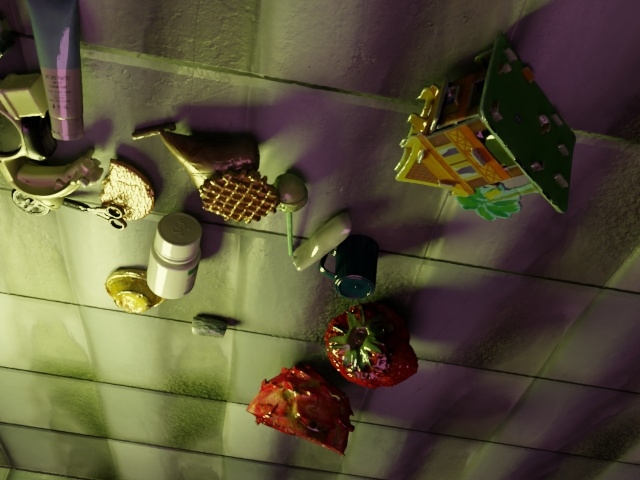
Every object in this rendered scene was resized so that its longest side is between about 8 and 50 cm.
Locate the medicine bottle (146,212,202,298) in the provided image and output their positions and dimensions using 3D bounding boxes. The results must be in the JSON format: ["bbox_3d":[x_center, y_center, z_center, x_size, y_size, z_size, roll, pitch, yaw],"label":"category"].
[{"bbox_3d":[-0.393,0.041,1.885,0.139,0.139,0.236,13,138,-7],"label":"medicine bottle"}]

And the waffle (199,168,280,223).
[{"bbox_3d":[-0.187,-0.103,1.629,0.191,0.038,0.191,1,145,0],"label":"waffle"}]

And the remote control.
[{"bbox_3d":[0.000,0.000,1.817,0.044,0.073,0.229,16,139,-40],"label":"remote control"}]

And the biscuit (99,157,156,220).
[{"bbox_3d":[-0.492,-0.121,1.789,0.145,0.033,0.224,18,141,-10],"label":"biscuit"}]

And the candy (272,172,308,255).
[{"bbox_3d":[-0.080,-0.050,1.790,0.093,0.092,0.335,13,148,6],"label":"candy"}]

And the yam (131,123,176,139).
[{"bbox_3d":[-0.389,-0.254,1.631,0.116,0.021,0.021,-9,137,19],"label":"yam"}]

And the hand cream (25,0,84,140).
[{"bbox_3d":[-0.549,-0.369,1.466,0.111,0.070,0.312,7,119,2],"label":"hand cream"}]

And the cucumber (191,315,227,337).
[{"bbox_3d":[-0.350,0.273,2.205,0.112,0.064,0.064,8,139,-4],"label":"cucumber"}]

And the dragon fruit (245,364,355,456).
[{"bbox_3d":[-0.044,0.554,2.326,0.371,0.248,0.386,13,161,37],"label":"dragon fruit"}]

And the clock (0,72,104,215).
[{"bbox_3d":[-0.680,-0.212,1.655,0.277,0.120,0.378,-4,138,17],"label":"clock"}]

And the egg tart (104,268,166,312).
[{"bbox_3d":[-0.558,0.160,2.096,0.191,0.074,0.191,5,141,4],"label":"egg tart"}]

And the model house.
[{"bbox_3d":[0.333,-0.200,1.488,0.313,0.242,0.358,-13,139,45],"label":"model house"}]

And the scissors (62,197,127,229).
[{"bbox_3d":[-0.612,-0.084,1.832,0.220,0.017,0.088,16,139,9],"label":"scissors"}]

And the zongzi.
[{"bbox_3d":[-0.254,-0.209,1.611,0.195,0.099,0.197,-18,129,27],"label":"zongzi"}]

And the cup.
[{"bbox_3d":[0.078,0.075,1.851,0.150,0.138,0.113,-6,137,14],"label":"cup"}]

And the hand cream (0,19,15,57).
[{"bbox_3d":[-0.764,-0.498,1.385,0.121,0.076,0.336,-29,121,33],"label":"hand cream"}]

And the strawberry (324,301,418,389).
[{"bbox_3d":[0.157,0.317,2.057,0.239,0.249,0.288,-18,159,18],"label":"strawberry"}]
